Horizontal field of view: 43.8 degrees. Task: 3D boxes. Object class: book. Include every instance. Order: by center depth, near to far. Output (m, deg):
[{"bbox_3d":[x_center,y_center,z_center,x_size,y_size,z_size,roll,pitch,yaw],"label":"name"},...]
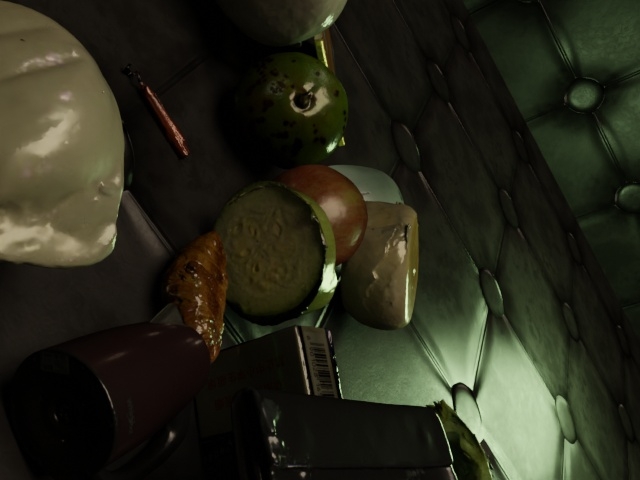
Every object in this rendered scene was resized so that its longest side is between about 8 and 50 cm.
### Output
[{"bbox_3d":[0.008,-0.400,1.644,0.374,0.028,0.262,73,9,-64],"label":"book"}]

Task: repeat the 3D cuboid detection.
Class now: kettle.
[{"bbox_3d":[-0.221,0.190,0.937,0.232,0.144,0.201,-18,106,-63],"label":"kettle"}]

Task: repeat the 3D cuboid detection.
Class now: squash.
[{"bbox_3d":[-0.057,0.018,1.233,0.133,0.220,0.220,-4,74,-55],"label":"squash"}]

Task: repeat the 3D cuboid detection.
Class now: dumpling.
[{"bbox_3d":[-0.374,-0.145,0.826,0.316,0.233,0.395,5,53,-55],"label":"dumpling"}]

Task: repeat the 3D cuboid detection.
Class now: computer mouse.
[{"bbox_3d":[0.101,-0.085,1.680,0.288,0.097,0.159,4,69,-60],"label":"computer mouse"}]

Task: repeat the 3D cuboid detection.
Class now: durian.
[{"bbox_3d":[0.259,0.461,1.474,0.394,0.198,0.163,66,28,-8],"label":"durian"}]

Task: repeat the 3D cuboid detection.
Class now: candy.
[{"bbox_3d":[-0.076,-0.575,1.440,0.427,0.386,0.186,44,8,34],"label":"candy"}]

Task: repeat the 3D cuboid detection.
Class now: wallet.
[{"bbox_3d":[0.054,0.303,0.973,0.406,0.062,0.228,21,53,-52],"label":"wallet"}]

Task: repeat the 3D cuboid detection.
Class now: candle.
[{"bbox_3d":[-0.256,-0.205,1.255,0.026,0.021,0.167,-44,111,-37],"label":"candle"}]

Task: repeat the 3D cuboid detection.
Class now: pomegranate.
[{"bbox_3d":[-0.059,-0.228,1.449,0.263,0.211,0.211,156,-88,-78],"label":"pomegranate"}]

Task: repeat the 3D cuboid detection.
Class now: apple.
[{"bbox_3d":[-0.020,-0.037,1.363,0.174,0.188,0.188,-3,73,-54],"label":"apple"}]

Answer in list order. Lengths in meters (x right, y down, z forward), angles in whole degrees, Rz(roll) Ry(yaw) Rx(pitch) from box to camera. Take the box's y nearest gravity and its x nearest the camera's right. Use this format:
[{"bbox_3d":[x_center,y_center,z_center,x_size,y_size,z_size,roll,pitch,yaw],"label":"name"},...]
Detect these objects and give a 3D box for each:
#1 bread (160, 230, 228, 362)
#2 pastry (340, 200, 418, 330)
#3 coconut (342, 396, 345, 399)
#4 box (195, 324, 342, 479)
[{"bbox_3d":[-0.181,0.081,1.129,0.105,0.076,0.233,55,23,-45],"label":"bread"},{"bbox_3d":[0.118,0.044,1.519,0.265,0.133,0.264,6,90,-75],"label":"pastry"},{"bbox_3d":[-0.006,0.266,1.293,0.082,0.081,0.083,46,0,-16],"label":"coconut"},{"bbox_3d":[-0.059,0.285,1.066,0.084,0.198,0.310,18,56,-54],"label":"box"}]
